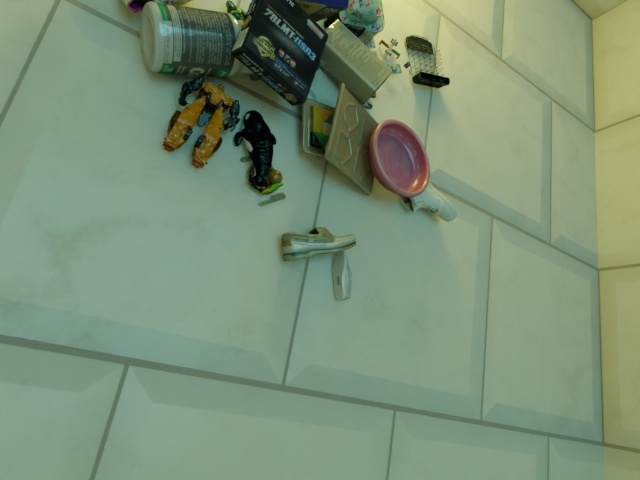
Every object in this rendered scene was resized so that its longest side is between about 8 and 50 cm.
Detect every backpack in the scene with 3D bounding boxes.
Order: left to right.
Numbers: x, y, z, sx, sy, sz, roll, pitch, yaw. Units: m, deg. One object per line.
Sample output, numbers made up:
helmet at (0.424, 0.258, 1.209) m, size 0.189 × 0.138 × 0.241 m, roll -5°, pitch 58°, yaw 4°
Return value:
backpack at (0.161, -0.982, 1.859) m, size 0.254 × 0.191 × 0.225 m, roll 0°, pitch 79°, yaw -37°

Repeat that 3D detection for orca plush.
orca plush at (-0.219, -0.337, 1.500) m, size 0.151 × 0.102 × 0.287 m, roll 12°, pitch 68°, yaw -19°

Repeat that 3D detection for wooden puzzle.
wooden puzzle at (0.020, -0.434, 1.704) m, size 0.221 × 0.044 × 0.238 m, roll 6°, pitch 77°, yaw -41°
wooden puzzle at (0.125, -0.389, 1.726) m, size 0.348 × 0.081 × 0.321 m, roll 35°, pitch 61°, yaw -48°

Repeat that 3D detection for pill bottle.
pill bottle at (-0.382, -0.647, 1.425) m, size 0.361 × 0.204 × 0.204 m, roll -10°, pitch 85°, yaw -33°

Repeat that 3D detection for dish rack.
dish rack at (0.516, -0.880, 2.117) m, size 0.208 × 0.074 × 0.271 m, roll -3°, pitch 81°, yaw -33°

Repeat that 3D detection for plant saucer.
plant saucer at (0.314, -0.329, 1.782) m, size 0.332 × 0.084 × 0.331 m, roll 12°, pitch 70°, yaw -36°

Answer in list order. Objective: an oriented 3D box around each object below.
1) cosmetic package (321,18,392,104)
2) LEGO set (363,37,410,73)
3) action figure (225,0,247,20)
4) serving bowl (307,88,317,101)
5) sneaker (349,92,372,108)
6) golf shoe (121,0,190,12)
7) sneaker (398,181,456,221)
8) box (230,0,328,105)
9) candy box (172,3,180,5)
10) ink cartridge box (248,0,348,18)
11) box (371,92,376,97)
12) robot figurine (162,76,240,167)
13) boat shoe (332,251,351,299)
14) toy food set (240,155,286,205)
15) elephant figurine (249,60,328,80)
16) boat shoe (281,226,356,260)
cosmetic package at (0.124, -0.730, 1.783) m, size 0.309 × 0.113 × 0.160 m, roll 42°, pitch 62°, yaw -5°
LEGO set at (0.294, -0.839, 1.996) m, size 0.244 × 0.060 × 0.182 m, roll -11°, pitch 86°, yaw -22°
action figure at (-0.275, -0.787, 1.612) m, size 0.137 × 0.063 × 0.232 m, roll -44°, pitch 100°, yaw -28°
serving bowl at (-0.054, -0.559, 1.713) m, size 0.083 × 0.027 × 0.083 m, roll 7°, pitch 80°, yaw -42°
sneaker at (0.158, -0.576, 1.846) m, size 0.135 × 0.052 × 0.058 m, roll 12°, pitch 80°, yaw -21°
golf shoe at (-0.490, -0.796, 1.396) m, size 0.306 × 0.115 × 0.140 m, roll -16°, pitch 61°, yaw -11°
sneaker at (0.458, -0.156, 1.911) m, size 0.292 × 0.108 × 0.169 m, roll 44°, pitch 62°, yaw -5°
box at (-0.127, -0.665, 1.467) m, size 0.296 × 0.073 × 0.293 m, roll 30°, pitch 73°, yaw -42°
candy box at (-0.544, -0.906, 1.485) m, size 0.105 × 0.027 × 0.205 m, roll -34°, pitch 98°, yaw -28°
ink cartridge box at (-0.054, -0.883, 1.606) m, size 0.304 × 0.307 × 0.072 m, roll -15°, pitch 107°, yaw -39°
box at (0.160, -0.725, 1.881) m, size 0.165 × 0.021 × 0.201 m, roll 2°, pitch 79°, yaw -24°
robot figurine at (-0.392, -0.397, 1.436) m, size 0.211 × 0.085 × 0.290 m, roll 31°, pitch 66°, yaw -23°
boat shoe at (0.090, 0.133, 1.638) m, size 0.063 × 0.066 × 0.184 m, roll 7°, pitch 73°, yaw -45°
toy food set at (-0.198, -0.227, 1.547) m, size 0.132 × 0.039 × 0.192 m, roll -25°, pitch 93°, yaw -33°
elephant figurine at (-0.116, -0.639, 1.642) m, size 0.239 × 0.186 × 0.169 m, roll -63°, pitch 156°, yaw -15°
boat shoe at (0.000, 0.000, 1.578) m, size 0.303 × 0.113 × 0.103 m, roll -10°, pitch 91°, yaw -32°
